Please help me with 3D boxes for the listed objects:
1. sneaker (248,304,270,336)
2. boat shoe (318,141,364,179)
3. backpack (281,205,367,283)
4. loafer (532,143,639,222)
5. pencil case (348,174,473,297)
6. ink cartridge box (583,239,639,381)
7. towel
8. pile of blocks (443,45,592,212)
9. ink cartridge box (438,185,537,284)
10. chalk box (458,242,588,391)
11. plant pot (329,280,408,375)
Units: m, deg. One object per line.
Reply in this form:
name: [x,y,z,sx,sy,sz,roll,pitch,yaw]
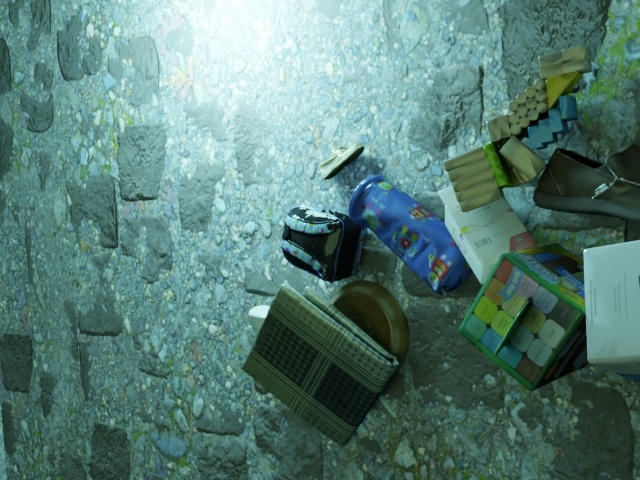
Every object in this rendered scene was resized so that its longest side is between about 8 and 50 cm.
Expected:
sneaker: [-0.081,0.225,2.070,0.212,0.080,0.094,15,120,40]
boat shoe: [0.043,-0.187,1.930,0.135,0.050,0.045,-36,77,36]
backpack: [0.000,0.000,1.940,0.173,0.117,0.158,21,107,36]
loafer: [0.536,-0.101,1.469,0.366,0.134,0.130,10,101,39]
pencil case: [0.192,-0.009,1.779,0.306,0.119,0.133,41,132,29]
ink cartridge box: [0.593,0.108,1.369,0.270,0.198,0.197,-13,65,39]
towel: [-0.009,0.280,1.958,0.324,0.056,0.312,36,127,13]
pile of blocks: [0.390,-0.196,1.589,0.149,0.113,0.362,49,114,19]
ink cartridge box: [0.317,-0.027,1.653,0.067,0.115,0.198,79,168,-56]
chalk box: [0.383,0.134,1.519,0.179,0.289,0.180,41,118,30]
plant pot: [0.094,0.209,1.938,0.236,0.032,0.236,4,97,40]
